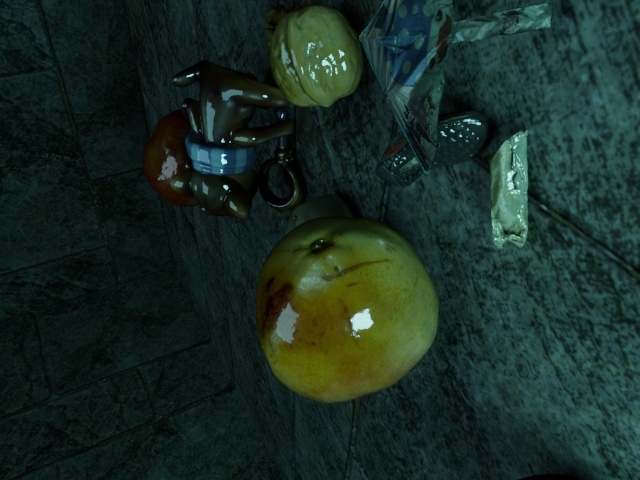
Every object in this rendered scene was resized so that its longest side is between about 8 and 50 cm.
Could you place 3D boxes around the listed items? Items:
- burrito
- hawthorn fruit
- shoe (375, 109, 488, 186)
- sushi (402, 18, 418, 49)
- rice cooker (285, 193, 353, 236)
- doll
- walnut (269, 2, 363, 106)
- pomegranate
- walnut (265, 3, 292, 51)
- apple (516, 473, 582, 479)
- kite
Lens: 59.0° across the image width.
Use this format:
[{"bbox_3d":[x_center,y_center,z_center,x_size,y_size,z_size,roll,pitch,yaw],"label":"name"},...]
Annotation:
[{"bbox_3d":[0.230,-0.061,0.691,0.055,0.041,0.149,12,115,49],"label":"burrito"},{"bbox_3d":[-0.369,-0.251,1.642,0.330,0.287,0.287,-21,87,61],"label":"hawthorn fruit"},{"bbox_3d":[0.151,-0.142,0.780,0.194,0.074,0.077,-26,38,55],"label":"shoe"},{"bbox_3d":[0.133,-0.261,0.753,0.044,0.046,0.083,55,152,34],"label":"sushi"},{"bbox_3d":[0.000,0.000,1.152,0.145,0.127,0.206,59,146,31],"label":"rice cooker"},{"bbox_3d":[-0.189,-0.221,1.269,0.209,0.318,0.339,-35,-46,-73],"label":"doll"},{"bbox_3d":[-0.009,-0.300,0.922,0.166,0.149,0.166,7,107,22],"label":"walnut"},{"bbox_3d":[0.040,0.115,0.930,0.319,0.319,0.319,48,147,44],"label":"pomegranate"},{"bbox_3d":[-0.048,-0.367,1.060,0.170,0.069,0.143,55,154,37],"label":"walnut"},{"bbox_3d":[0.291,0.403,0.680,0.218,0.218,0.201,-3,110,67],"label":"apple"},{"bbox_3d":[0.142,-0.245,0.682,0.314,0.011,0.335,24,114,53],"label":"kite"}]
